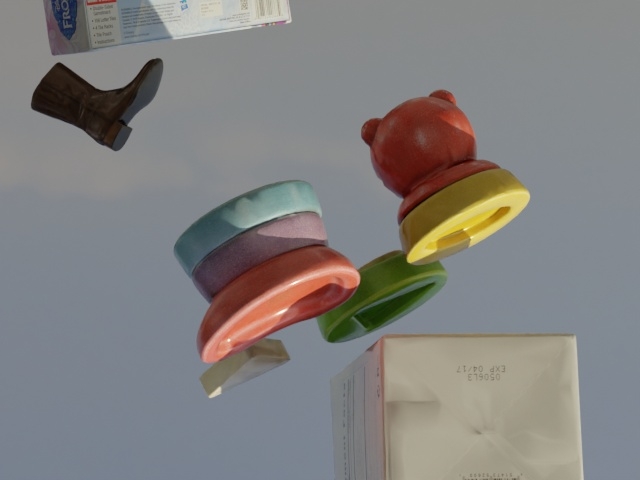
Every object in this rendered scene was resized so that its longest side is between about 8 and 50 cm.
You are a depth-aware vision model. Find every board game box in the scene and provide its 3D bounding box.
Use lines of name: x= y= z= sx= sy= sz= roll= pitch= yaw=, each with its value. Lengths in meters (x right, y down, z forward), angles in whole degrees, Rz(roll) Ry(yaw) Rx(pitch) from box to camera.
board game box: x=-0.172 y=-0.370 z=1.919 sx=0.066 sy=0.318 sz=0.319 roll=0 pitch=-170 yaw=39

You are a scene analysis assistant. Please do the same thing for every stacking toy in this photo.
stacking toy: x=0.000 y=0.000 z=1.616 sx=0.309 sy=0.130 sz=0.279 roll=-21 pitch=163 yaw=-23

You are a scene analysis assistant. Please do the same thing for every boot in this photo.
boot: x=-0.224 y=-0.156 z=1.804 sx=0.114 sy=0.106 sz=0.037 roll=29 pitch=175 yaw=22

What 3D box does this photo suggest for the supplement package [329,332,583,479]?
supplement package: x=0.117 y=0.192 z=1.671 sx=0.177 sy=0.175 sz=0.293 roll=0 pitch=169 yaw=-8
